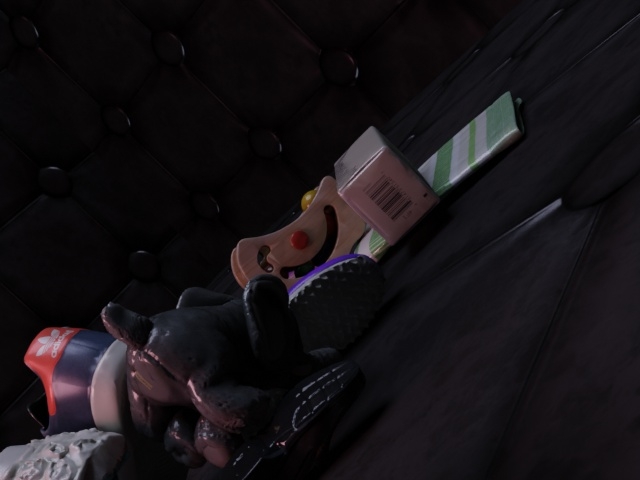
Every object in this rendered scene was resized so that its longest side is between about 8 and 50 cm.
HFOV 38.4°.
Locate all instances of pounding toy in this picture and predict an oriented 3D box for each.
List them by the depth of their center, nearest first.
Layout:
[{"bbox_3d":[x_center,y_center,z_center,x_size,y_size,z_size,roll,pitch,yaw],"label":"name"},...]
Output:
[{"bbox_3d":[-0.057,0.031,1.454,0.270,0.154,0.155,-58,5,-17],"label":"pounding toy"}]

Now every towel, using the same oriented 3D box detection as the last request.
[{"bbox_3d":[0.179,-0.089,1.404,0.325,0.038,0.248,-41,9,22],"label":"towel"}]

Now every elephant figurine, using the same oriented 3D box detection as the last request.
[{"bbox_3d":[-0.087,0.109,0.960,0.239,0.169,0.186,-46,-27,-46],"label":"elephant figurine"}]

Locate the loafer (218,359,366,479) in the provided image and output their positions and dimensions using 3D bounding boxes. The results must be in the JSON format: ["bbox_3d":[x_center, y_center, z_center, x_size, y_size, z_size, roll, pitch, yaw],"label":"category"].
[{"bbox_3d":[-0.016,0.183,0.846,0.170,0.061,0.062,-45,23,2],"label":"loafer"}]

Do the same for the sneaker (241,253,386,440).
[{"bbox_3d":[-0.049,0.108,1.168,0.293,0.102,0.146,-44,25,9],"label":"sneaker"}]

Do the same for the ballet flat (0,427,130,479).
[{"bbox_3d":[-0.370,0.304,0.923,0.409,0.147,0.147,-43,7,16],"label":"ballet flat"}]

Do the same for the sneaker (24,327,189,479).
[{"bbox_3d":[-0.249,0.224,1.058,0.131,0.148,0.350,-59,-23,-46],"label":"sneaker"}]

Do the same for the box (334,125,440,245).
[{"bbox_3d":[0.089,-0.087,1.331,0.094,0.113,0.275,-45,8,8],"label":"box"}]

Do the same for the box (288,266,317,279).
[{"bbox_3d":[0.000,0.000,1.869,0.201,0.057,0.293,-40,9,47],"label":"box"}]
